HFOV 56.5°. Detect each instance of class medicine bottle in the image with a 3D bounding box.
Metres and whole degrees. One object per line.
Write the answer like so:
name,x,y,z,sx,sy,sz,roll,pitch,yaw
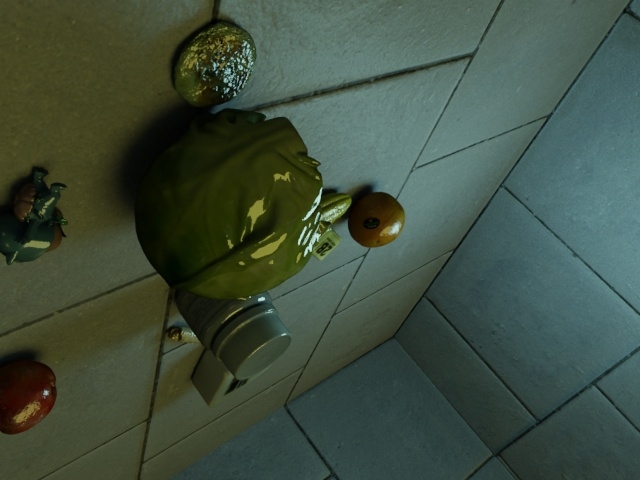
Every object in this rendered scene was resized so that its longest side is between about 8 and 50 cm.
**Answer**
medicine bottle,-0.250,0.227,1.748,0.245,0.306,0.245,-34,157,-16

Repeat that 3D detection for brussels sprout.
brussels sprout,-0.201,-0.047,1.265,0.361,0.342,0.426,-37,148,-28

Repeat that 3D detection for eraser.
eraser,-0.334,0.458,2.253,0.331,0.150,0.331,-34,155,-18
eraser,0.000,0.000,2.061,0.117,0.058,0.172,-42,158,2

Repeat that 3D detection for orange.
orange,0.193,-0.070,2.075,0.206,0.206,0.206,-34,157,-17

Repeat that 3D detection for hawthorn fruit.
hawthorn fruit,-0.727,0.376,1.447,0.172,0.173,0.173,-34,157,-17

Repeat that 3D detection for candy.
candy,0.024,-0.101,1.875,0.198,0.094,0.106,-30,156,-41

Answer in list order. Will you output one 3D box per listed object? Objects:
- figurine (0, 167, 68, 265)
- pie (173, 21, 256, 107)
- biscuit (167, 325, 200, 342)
figurine,-0.516,-0.039,1.105,0.178,0.114,0.144,-57,156,16
pie,-0.199,-0.332,1.145,0.186,0.041,0.187,-33,157,-16
biscuit,-0.420,0.312,1.965,0.061,0.055,0.219,-34,159,10
